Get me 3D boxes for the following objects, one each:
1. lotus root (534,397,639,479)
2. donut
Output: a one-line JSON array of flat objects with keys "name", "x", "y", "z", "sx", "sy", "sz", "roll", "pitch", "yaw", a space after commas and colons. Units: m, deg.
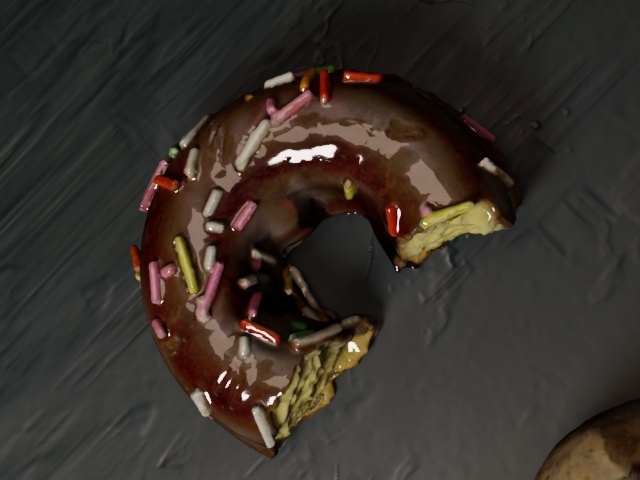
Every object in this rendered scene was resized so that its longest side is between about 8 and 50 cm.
[{"name": "lotus root", "x": 0.252, "y": 0.242, "z": 1.087, "sx": 0.272, "sy": 0.192, "sz": 0.272, "roll": -3, "pitch": 72, "yaw": 10}, {"name": "donut", "x": -0.019, "y": -0.013, "z": 1.233, "sx": 0.345, "sy": 0.136, "sz": 0.259, "roll": -44, "pitch": 77, "yaw": 3}]
